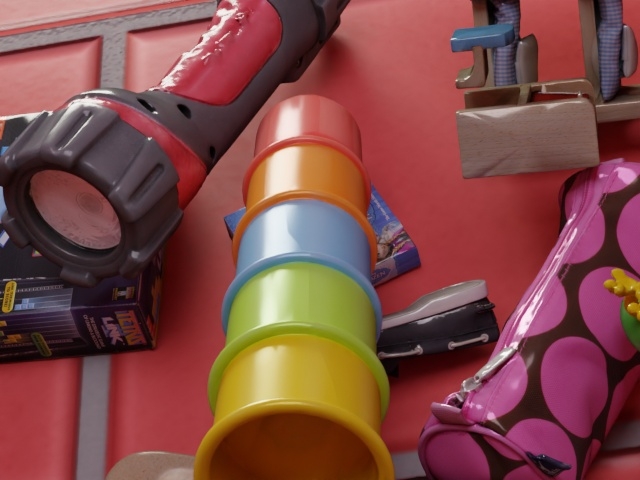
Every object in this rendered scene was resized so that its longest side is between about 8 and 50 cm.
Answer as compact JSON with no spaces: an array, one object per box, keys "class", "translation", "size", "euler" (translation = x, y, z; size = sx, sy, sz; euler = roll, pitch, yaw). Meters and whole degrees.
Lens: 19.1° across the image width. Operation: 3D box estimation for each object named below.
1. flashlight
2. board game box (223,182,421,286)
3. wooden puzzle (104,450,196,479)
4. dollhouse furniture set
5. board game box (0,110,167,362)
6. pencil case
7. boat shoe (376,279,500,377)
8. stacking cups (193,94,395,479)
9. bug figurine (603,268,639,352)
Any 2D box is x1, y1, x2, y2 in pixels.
[{"class":"flashlight","translation":[-0.077,-0.100,1.139],"size":[0.103,0.103,0.304],"euler":[33,48,0]},{"class":"board game box","translation":[0.000,0.000,1.135],"size":[0.090,0.020,0.090],"euler":[-26,48,-9]},{"class":"wooden puzzle","translation":[0.007,0.259,0.872],"size":[0.348,0.080,0.322],"euler":[2,50,22]},{"class":"dollhouse furniture set","translation":[0.143,-0.122,1.079],"size":[0.129,0.129,0.183],"euler":[-6,13,9]},{"class":"board game box","translation":[-0.166,-0.006,1.164],"size":[0.141,0.048,0.170],"euler":[-7,48,9]},{"class":"pencil case","translation":[0.130,0.048,1.003],"size":[0.095,0.098,0.209],"euler":[-12,36,46]},{"class":"boat shoe","translation":[0.039,0.058,1.061],"size":[0.125,0.038,0.046],"euler":[-19,5,-4]},{"class":"stacking cups","translation":[-0.003,0.028,1.010],"size":[0.096,0.096,0.316],"euler":[-7,32,8]},{"class":"bug figurine","translation":[0.267,0.073,0.932],"size":[0.279,0.072,0.216],"euler":[-14,43,-34]}]
